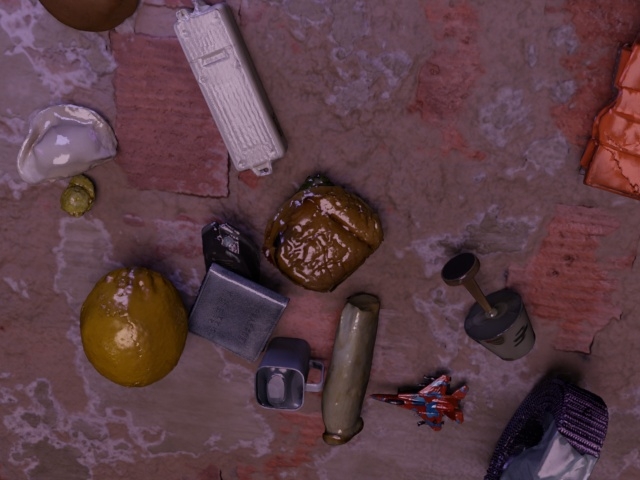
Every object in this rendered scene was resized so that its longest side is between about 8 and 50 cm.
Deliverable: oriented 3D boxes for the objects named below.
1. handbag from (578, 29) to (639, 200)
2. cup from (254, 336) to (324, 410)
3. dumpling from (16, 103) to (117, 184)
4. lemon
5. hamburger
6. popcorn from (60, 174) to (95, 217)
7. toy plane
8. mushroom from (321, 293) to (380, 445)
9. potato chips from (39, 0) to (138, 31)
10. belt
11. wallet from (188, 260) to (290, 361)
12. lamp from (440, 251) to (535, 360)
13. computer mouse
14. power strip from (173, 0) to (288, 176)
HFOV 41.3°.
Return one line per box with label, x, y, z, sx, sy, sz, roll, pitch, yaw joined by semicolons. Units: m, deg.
handbag;0.615;-0.242;1.347;0.303;0.116;0.410;18;113;4
cup;-0.054;0.257;1.636;0.128;0.129;0.095;3;114;7
dumpling;-0.469;-0.179;1.531;0.169;0.100;0.134;-19;96;13
lemon;-0.350;0.161;1.601;0.204;0.204;0.260;8;119;5
hamburger;0.000;0.000;1.525;0.183;0.130;0.206;38;110;-11
popcorn;-0.453;-0.084;1.589;0.059;0.068;0.083;15;82;-8
toy plane;0.191;0.311;1.665;0.189;0.061;0.130;9;114;9
mushroom;0.054;0.253;1.634;0.081;0.100;0.312;17;113;24
potato chips;-0.409;-0.449;1.429;0.195;0.062;0.208;-26;109;19
belt;0.409;0.404;1.561;0.122;0.260;0.325;26;120;-2
wallet;-0.162;0.141;1.613;0.167;0.036;0.222;27;139;-3
lamp;0.303;0.122;1.531;0.121;0.121;0.214;-29;118;18
computer mouse;-0.162;0.037;1.586;0.106;0.062;0.192;7;130;22
power strip;-0.156;-0.271;1.469;0.098;0.058;0.338;-18;110;15
